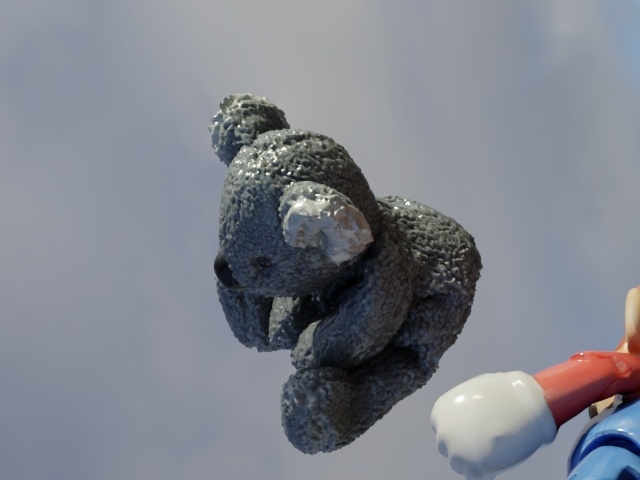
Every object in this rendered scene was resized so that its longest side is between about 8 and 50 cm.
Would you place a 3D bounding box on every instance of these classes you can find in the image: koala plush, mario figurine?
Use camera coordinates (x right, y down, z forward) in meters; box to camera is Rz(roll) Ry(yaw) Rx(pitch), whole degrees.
[{"bbox_3d":[0.000,0.000,0.871,0.221,0.203,0.196,58,179,-42],"label":"koala plush"},{"bbox_3d":[0.176,0.138,0.648,0.320,0.170,0.198,-43,-61,-52],"label":"mario figurine"}]
